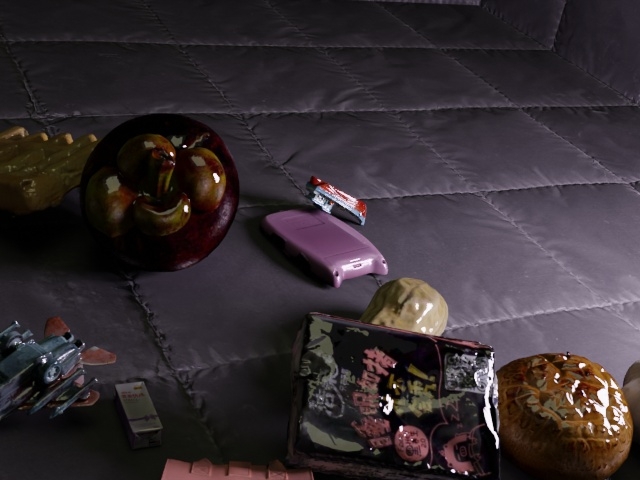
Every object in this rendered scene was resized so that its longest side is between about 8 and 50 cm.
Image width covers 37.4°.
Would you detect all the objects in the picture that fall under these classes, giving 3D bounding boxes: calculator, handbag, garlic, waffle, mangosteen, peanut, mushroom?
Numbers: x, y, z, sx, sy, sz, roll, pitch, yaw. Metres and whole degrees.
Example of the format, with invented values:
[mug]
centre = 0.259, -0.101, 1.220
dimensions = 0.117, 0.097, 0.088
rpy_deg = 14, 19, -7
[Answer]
[calculator]
centre = 0.000, -0.001, 2.014
dimensions = 0.194, 0.043, 0.294
rpy_deg = -14, 37, -36
[handbag]
centre = -0.115, 0.350, 1.310
dimensions = 0.213, 0.059, 0.157
rpy_deg = 4, 5, -5
[garlic]
centre = 0.589, 0.306, 1.634
dimensions = 0.143, 0.178, 0.229
rpy_deg = -27, 19, -4
[waffle]
centre = -0.606, -0.144, 1.906
dimensions = 0.348, 0.077, 0.304
rpy_deg = 6, 27, 29
[mangosteen]
centre = -0.301, -0.094, 1.769
dimensions = 0.307, 0.306, 0.347
rpy_deg = 10, -3, -5
[peanut]
centre = 0.137, 0.161, 1.693
dimensions = 0.152, 0.152, 0.313
rpy_deg = 22, 34, 16
[mushroom]
centre = 0.389, 0.289, 1.571
dimensions = 0.253, 0.153, 0.253
rpy_deg = 2, 37, -2

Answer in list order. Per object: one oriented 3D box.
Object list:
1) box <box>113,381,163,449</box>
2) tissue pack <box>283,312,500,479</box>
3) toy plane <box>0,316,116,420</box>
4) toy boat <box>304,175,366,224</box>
[box]
centre = -0.282, 0.268, 1.460
dimensions = 0.051, 0.036, 0.117
rpy_deg = -4, 34, -28
[tissue pack]
centre = 0.111, 0.252, 1.474
dimensions = 0.333, 0.123, 0.245
rpy_deg = 10, 60, -9
[toy plane]
centre = -0.470, 0.220, 1.406
dimensions = 0.223, 0.104, 0.326
rpy_deg = 28, 34, 24
[toy boat]
centre = 0.037, -0.083, 2.102
dimensions = 0.173, 0.058, 0.069
rpy_deg = 27, 2, -31
